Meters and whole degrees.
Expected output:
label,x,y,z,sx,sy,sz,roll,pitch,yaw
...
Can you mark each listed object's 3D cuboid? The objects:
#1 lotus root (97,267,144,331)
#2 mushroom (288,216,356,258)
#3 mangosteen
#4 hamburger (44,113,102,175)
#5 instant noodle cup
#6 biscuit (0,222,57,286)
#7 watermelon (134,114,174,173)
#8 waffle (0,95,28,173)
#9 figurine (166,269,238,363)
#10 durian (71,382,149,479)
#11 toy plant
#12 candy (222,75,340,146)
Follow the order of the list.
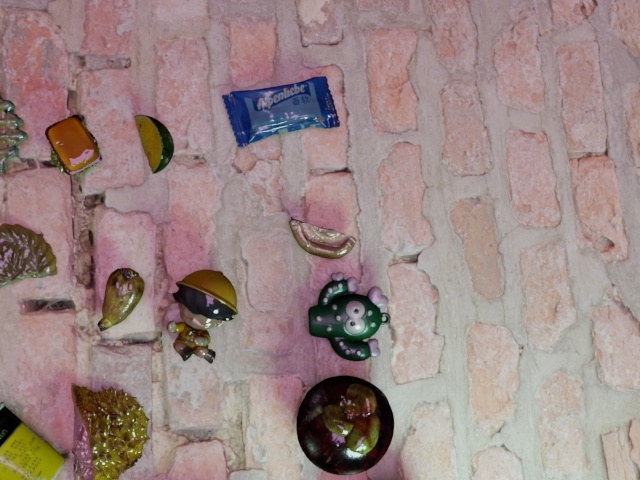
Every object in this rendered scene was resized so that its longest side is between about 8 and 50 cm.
label,x,y,z,sx,sy,sz,roll,pitch,yaw
lotus root,-0.569,0.169,1.864,0.108,0.094,0.190,23,88,19
mushroom,-0.001,0.000,1.972,0.210,0.072,0.094,15,79,-3
mangosteen,0.071,0.503,1.813,0.288,0.288,0.288,1,83,-8
hamburger,-0.712,-0.270,1.897,0.137,0.087,0.166,-27,86,-10
instant noodle cup,-0.810,0.571,1.730,0.236,0.215,0.215,38,79,-10
biscuit,-0.897,0.043,1.856,0.274,0.036,0.187,-17,86,-10
watermelon,-0.484,-0.296,1.939,0.092,0.075,0.181,-16,87,-6
waffle,-1.005,-0.298,1.874,0.292,0.056,0.309,37,80,-2
figurine,-0.337,0.204,1.857,0.192,0.167,0.256,22,104,-9
durian,-0.570,0.532,1.816,0.196,0.185,0.305,-1,74,-31
toy plant,0.086,0.227,1.936,0.243,0.112,0.232,23,85,1
candy,-0.118,-0.395,2.007,0.331,0.077,0.187,-13,78,-10
